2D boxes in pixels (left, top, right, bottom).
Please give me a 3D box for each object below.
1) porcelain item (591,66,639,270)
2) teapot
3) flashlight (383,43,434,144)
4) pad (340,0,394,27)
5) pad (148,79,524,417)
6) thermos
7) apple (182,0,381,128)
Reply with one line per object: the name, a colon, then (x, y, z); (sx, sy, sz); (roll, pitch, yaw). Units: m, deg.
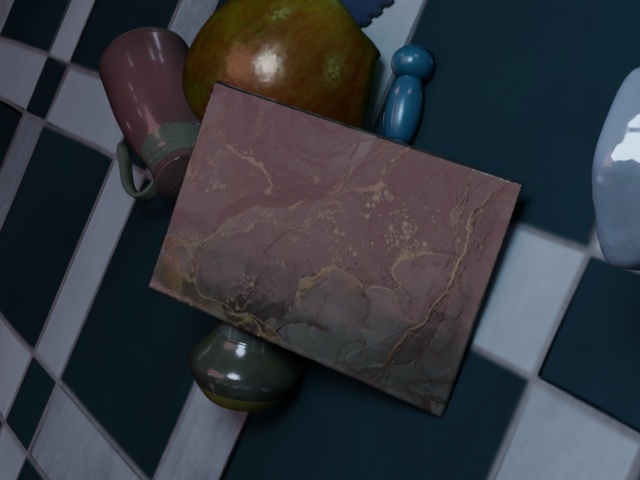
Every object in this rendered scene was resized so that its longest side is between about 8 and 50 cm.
porcelain item: (0.375, -0.025, 0.549); (0.405, 0.242, 0.179); (12, 101, 49)
teapot: (-0.083, 0.121, 1.122); (0.166, 0.130, 0.119); (-90, 11, -76)
flashlight: (0.098, -0.161, 1.098); (0.051, 0.051, 0.129); (0, 76, 50)
pad: (0.093, -0.421, 1.256); (0.269, 0.012, 0.270); (-34, 50, 35)
pad: (0.000, 0.000, 1.004); (0.367, 0.007, 0.248); (22, 98, 23)
thermos: (-0.240, -0.170, 1.435); (0.176, 0.146, 0.265); (-40, 52, 23)
apple: (-0.036, -0.190, 1.165); (0.226, 0.246, 0.246); (-45, 40, -1)
